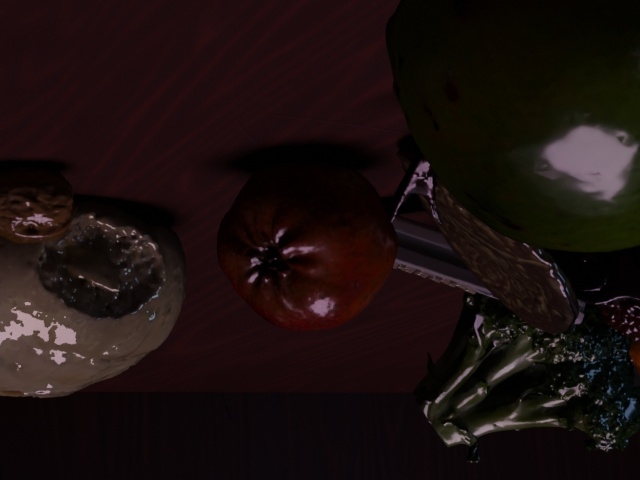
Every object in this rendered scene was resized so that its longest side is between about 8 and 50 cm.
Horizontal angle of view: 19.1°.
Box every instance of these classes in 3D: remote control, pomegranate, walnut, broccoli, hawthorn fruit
[{"bbox_3d":[0.159,0.028,2.127,0.277,0.055,0.103,19,178,22],"label":"remote control"},{"bbox_3d":[0.226,-0.106,1.310,0.359,0.216,0.310,-6,165,13],"label":"pomegranate"},{"bbox_3d":[-0.292,-0.037,1.914,0.096,0.082,0.079,3,140,-16],"label":"walnut"},{"bbox_3d":[0.250,0.142,2.305,0.283,0.304,0.321,-36,175,1],"label":"broccoli"},{"bbox_3d":[0.000,0.000,1.941,0.179,0.179,0.200,-12,-178,39],"label":"hawthorn fruit"}]

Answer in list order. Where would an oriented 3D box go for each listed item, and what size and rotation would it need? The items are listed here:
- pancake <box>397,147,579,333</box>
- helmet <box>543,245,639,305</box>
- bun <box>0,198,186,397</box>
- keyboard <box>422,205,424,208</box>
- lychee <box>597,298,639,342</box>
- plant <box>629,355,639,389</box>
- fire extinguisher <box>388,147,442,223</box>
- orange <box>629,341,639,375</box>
[{"bbox_3d":[0.164,0.002,1.883,0.031,0.250,0.250,-44,172,-8],"label":"pancake"},{"bbox_3d":[0.343,-0.003,1.928,0.305,0.177,0.225,30,-169,11],"label":"helmet"},{"bbox_3d":[-0.332,0.077,2.165,0.364,0.202,0.364,0,169,0],"label":"bun"},{"bbox_3d":[0.144,-0.068,1.981,0.072,0.023,0.231,-4,169,-1],"label":"keyboard"},{"bbox_3d":[0.394,0.038,2.156,0.188,0.188,0.188,-2,169,0],"label":"lychee"},{"bbox_3d":[0.493,0.146,2.797,0.256,0.164,0.142,-9,174,-31],"label":"plant"},{"bbox_3d":[0.230,-0.067,1.730,0.341,0.141,0.105,-4,-153,-10],"label":"fire extinguisher"},{"bbox_3d":[0.512,0.110,2.352,0.261,0.261,0.261,-2,169,0],"label":"orange"}]
